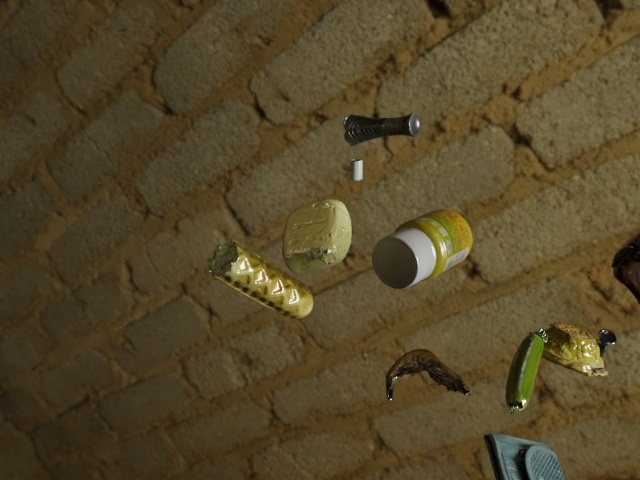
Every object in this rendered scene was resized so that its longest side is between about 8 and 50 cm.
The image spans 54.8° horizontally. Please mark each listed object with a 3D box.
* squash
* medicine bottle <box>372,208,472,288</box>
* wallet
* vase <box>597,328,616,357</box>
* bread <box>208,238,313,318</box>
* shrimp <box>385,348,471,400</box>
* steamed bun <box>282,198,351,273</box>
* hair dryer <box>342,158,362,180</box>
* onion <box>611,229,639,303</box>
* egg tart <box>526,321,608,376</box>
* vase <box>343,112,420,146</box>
[{"bbox_3d":[0.537,0.351,1.638,0.071,0.080,0.318,15,-139,23],"label":"squash"},{"bbox_3d":[0.363,0.029,2.197,0.224,0.224,0.384,-26,177,42],"label":"medicine bottle"},{"bbox_3d":[0.620,0.707,1.777,0.342,0.237,0.075,-90,-160,-59],"label":"wallet"},{"bbox_3d":[0.886,0.355,1.972,0.059,0.059,0.167,-36,147,-34],"label":"vase"},{"bbox_3d":[-0.118,0.093,1.334,0.098,0.269,0.087,-17,-129,38],"label":"bread"},{"bbox_3d":[0.292,0.414,1.758,0.198,0.051,0.262,-37,-144,-15],"label":"shrimp"},{"bbox_3d":[0.000,0.000,2.044,0.232,0.166,0.273,-15,-134,22],"label":"steamed bun"},{"bbox_3d":[0.094,-0.227,1.924,0.038,0.063,0.124,-5,-163,-20],"label":"hair dryer"},{"bbox_3d":[0.885,0.066,1.443,0.341,0.341,0.341,-32,-174,4],"label":"onion"},{"bbox_3d":[0.714,0.306,1.769,0.241,0.241,0.105,-67,176,-79],"label":"egg tart"},{"bbox_3d":[0.202,-0.368,2.019,0.238,0.115,0.115,3,-154,33],"label":"vase"}]
